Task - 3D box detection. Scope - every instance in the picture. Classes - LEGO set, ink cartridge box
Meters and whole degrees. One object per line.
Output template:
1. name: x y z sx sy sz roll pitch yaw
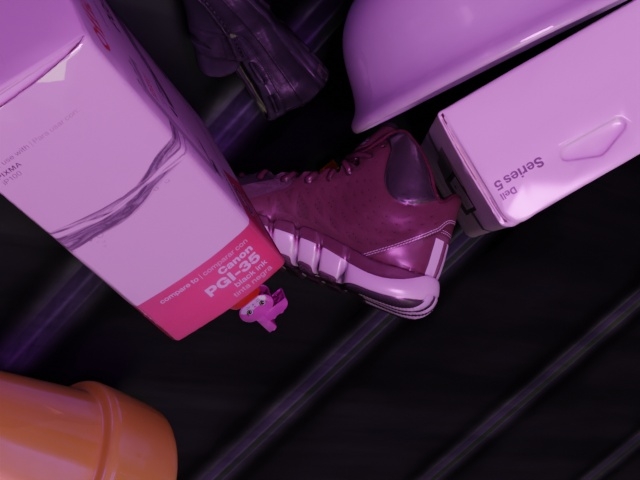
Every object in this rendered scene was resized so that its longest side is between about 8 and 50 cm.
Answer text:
1. LEGO set: 0.000 0.000 1.066 0.227 0.087 0.093 -38 125 9
2. ink cartridge box: -0.167 -0.083 0.788 0.117 0.207 0.283 -34 140 3
3. ink cartridge box: 0.207 -0.100 0.963 0.198 0.114 0.273 -30 178 0

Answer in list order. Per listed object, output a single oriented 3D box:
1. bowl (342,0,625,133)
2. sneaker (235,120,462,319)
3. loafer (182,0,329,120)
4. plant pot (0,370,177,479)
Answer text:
1. bowl: 0.130 -0.209 0.851 0.298 0.134 0.298 -27 -177 2
2. sneaker: -0.002 -0.048 0.964 0.106 0.281 0.162 60 53 -76
3. loafer: -0.073 -0.169 0.858 0.078 0.076 0.223 -45 142 5
4. plant pot: -0.309 0.234 1.022 0.239 0.254 0.254 34 110 -32
